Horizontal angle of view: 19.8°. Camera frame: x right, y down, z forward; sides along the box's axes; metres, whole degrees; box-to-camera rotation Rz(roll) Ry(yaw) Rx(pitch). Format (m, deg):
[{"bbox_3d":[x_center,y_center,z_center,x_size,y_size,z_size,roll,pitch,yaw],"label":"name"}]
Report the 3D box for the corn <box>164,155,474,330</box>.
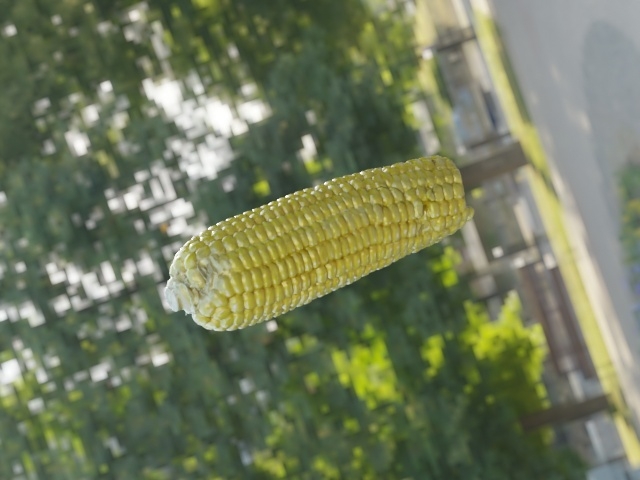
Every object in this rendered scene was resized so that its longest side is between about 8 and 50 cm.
[{"bbox_3d":[0.000,0.000,1.121,0.067,0.206,0.067,51,153,39],"label":"corn"}]
